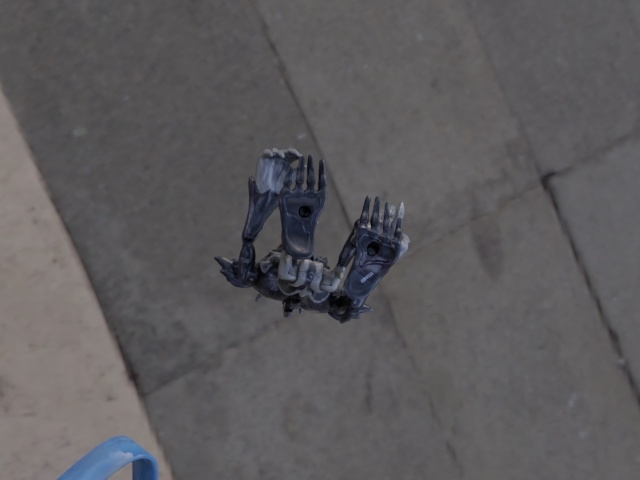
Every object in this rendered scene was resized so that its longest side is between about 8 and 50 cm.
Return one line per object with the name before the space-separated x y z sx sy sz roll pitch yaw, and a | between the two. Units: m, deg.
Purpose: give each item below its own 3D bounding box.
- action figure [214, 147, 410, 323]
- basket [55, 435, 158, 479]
action figure | 0.000 0.000 1.210 0.164 0.276 0.141 24 77 -7
basket | -0.217 0.287 0.880 0.289 0.201 0.254 -40 146 -33
